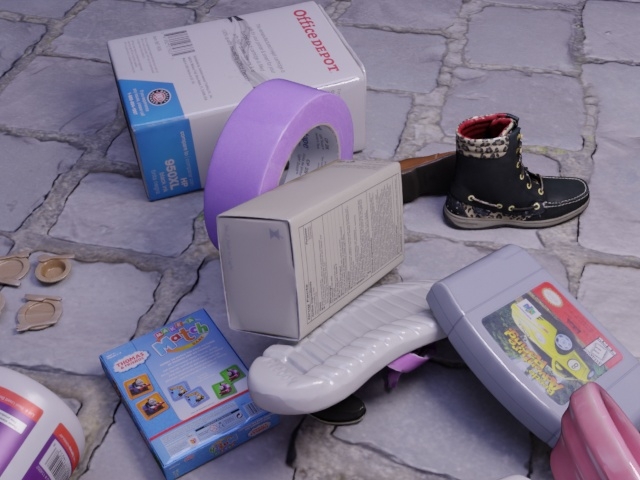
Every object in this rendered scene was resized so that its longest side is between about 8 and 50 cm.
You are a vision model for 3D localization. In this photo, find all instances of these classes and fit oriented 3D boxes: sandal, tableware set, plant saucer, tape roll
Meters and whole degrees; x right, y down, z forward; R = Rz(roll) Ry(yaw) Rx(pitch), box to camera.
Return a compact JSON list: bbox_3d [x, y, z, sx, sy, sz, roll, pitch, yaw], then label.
[{"bbox_3d":[0.068,0.144,1.153,0.416,0.102,0.169,-19,24,-40],"label":"sandal"},{"bbox_3d":[-0.446,0.072,1.317,0.141,0.020,0.168,0,43,3],"label":"tableware set"},{"bbox_3d":[0.327,0.298,0.854,0.084,0.332,0.332,-35,43,13],"label":"plant saucer"},{"bbox_3d":[-0.054,-0.092,1.286,0.090,0.274,0.275,19,47,23],"label":"tape roll"}]

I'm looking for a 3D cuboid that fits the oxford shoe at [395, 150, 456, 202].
[{"bbox_3d":[0.186,-0.119,1.455,0.212,0.076,0.076,-11,33,-10],"label":"oxford shoe"}]

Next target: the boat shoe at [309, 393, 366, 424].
[{"bbox_3d":[-0.004,0.201,1.140,0.133,0.042,0.049,16,44,17],"label":"boat shoe"}]

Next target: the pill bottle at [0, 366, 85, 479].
[{"bbox_3d":[-0.405,0.304,0.946,0.182,0.181,0.323,12,44,15],"label":"pill bottle"}]

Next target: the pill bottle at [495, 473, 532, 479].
[{"bbox_3d":[0.049,0.374,0.817,0.392,0.224,0.224,-17,45,-15],"label":"pill bottle"}]

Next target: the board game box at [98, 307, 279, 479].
[{"bbox_3d":[-0.175,0.194,1.156,0.160,0.039,0.211,-24,47,-22],"label":"board game box"}]

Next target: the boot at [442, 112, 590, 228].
[{"bbox_3d":[0.310,-0.108,1.354,0.236,0.178,0.085,-6,43,-2],"label":"boot"}]

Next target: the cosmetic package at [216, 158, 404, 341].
[{"bbox_3d":[0.000,0.000,1.187,0.113,0.160,0.309,6,19,30],"label":"cosmetic package"}]

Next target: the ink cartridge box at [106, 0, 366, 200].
[{"bbox_3d":[-0.146,-0.255,1.545,0.395,0.166,0.285,-14,45,-11],"label":"ink cartridge box"}]

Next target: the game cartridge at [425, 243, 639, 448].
[{"bbox_3d":[0.279,0.139,1.104,0.196,0.060,0.294,-26,63,-37],"label":"game cartridge"}]
